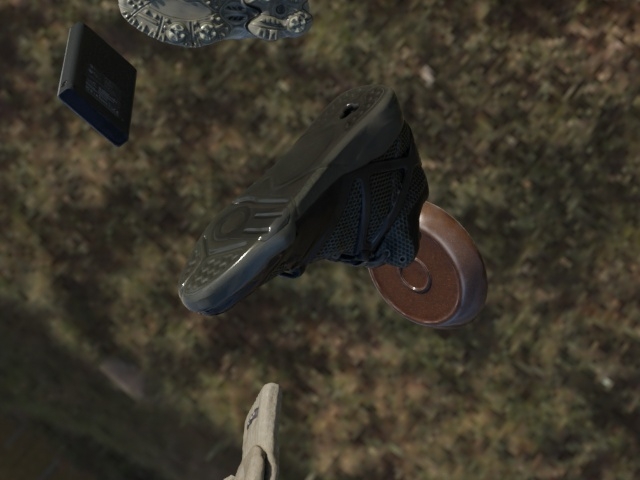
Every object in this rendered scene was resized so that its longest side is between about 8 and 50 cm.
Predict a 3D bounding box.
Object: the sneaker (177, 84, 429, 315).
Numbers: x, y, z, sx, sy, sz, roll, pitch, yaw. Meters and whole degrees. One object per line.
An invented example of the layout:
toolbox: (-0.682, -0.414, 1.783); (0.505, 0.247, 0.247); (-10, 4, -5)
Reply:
sneaker: (0.000, 0.000, 1.185); (0.087, 0.227, 0.130); (6, 135, 51)

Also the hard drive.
hard drive: (-0.248, -0.177, 1.788); (0.022, 0.135, 0.094); (-34, 123, 25)

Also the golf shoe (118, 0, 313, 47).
golf shoe: (-0.098, -0.205, 1.427); (0.176, 0.069, 0.086); (3, -175, -18)

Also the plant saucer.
plant saucer: (0.113, 0.033, 1.815); (0.168, 0.029, 0.168); (24, 131, 31)

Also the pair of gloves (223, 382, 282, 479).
pair of gloves: (-0.081, 0.277, 1.488); (0.042, 0.204, 0.240); (19, 129, -9)
